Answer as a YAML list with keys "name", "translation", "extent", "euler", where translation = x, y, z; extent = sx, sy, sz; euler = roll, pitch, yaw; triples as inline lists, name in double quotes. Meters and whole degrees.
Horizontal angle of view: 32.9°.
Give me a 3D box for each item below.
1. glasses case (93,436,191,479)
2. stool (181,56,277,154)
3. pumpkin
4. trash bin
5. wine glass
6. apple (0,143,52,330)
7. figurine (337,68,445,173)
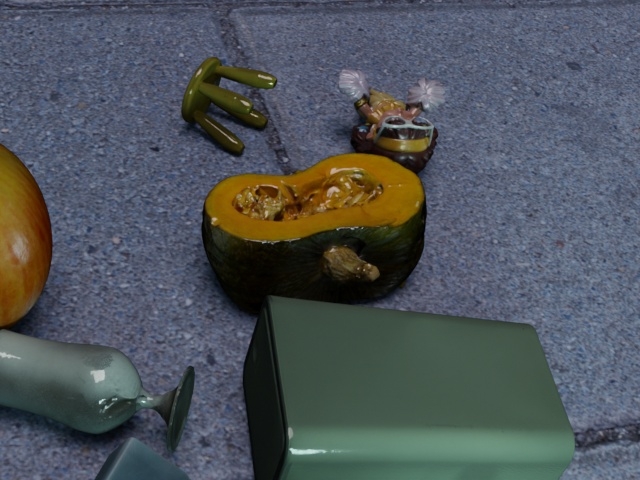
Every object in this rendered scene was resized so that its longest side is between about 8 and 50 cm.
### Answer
- name: "glasses case"
  translation: [-0.231, 0.326, 1.121]
  extent: [0.105, 0.056, 0.266]
  euler: [19, 43, 7]
- name: "stool"
  translation: [-0.142, -0.212, 1.677]
  extent: [0.110, 0.134, 0.135]
  euler: [25, 89, 11]
- name: "pumpkin"
  translation: [0.000, 0.000, 1.464]
  extent: [0.317, 0.139, 0.222]
  euler: [-10, 45, -25]
- name: "trash bin"
  translation: [0.094, 0.198, 1.270]
  extent: [0.343, 0.158, 0.223]
  euler: [5, 44, -17]
- name: "wine glass"
  translation: [-0.268, 0.169, 1.246]
  extent: [0.231, 0.103, 0.103]
  euler: [11, 42, 3]
- name: "apple"
  translation: [-0.460, -0.009, 1.288]
  extent: [0.286, 0.233, 0.286]
  euler: [6, 43, -6]
- name: "figurine"
  translation: [0.108, -0.188, 1.709]
  extent: [0.174, 0.116, 0.240]
  euler: [3, 38, -14]
